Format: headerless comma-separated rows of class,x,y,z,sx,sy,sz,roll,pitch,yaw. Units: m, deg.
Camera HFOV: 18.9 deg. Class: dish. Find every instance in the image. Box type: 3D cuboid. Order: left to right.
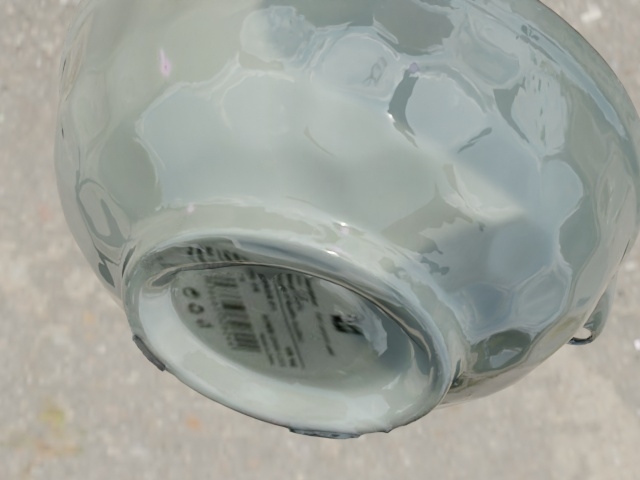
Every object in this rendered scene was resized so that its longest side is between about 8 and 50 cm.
dish,0.000,0.000,0.837,0.303,0.120,0.303,12,144,9
